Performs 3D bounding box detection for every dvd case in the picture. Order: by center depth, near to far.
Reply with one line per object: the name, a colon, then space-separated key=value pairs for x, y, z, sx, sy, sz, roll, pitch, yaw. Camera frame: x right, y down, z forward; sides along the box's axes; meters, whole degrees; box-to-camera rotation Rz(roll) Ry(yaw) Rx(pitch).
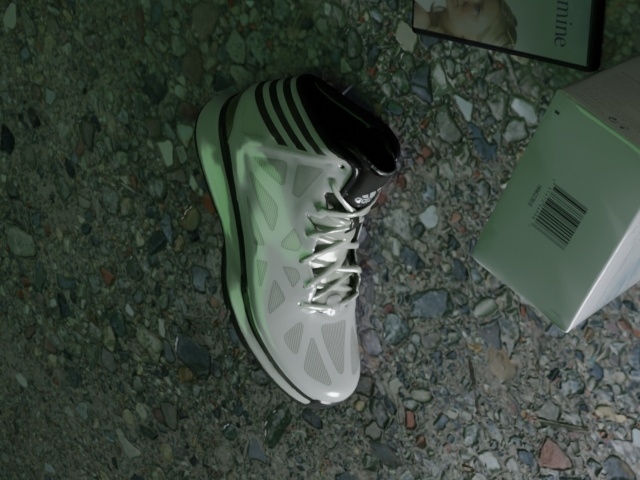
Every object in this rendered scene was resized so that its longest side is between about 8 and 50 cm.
dvd case: x=0.209 y=-0.300 z=1.553 sx=0.253 sy=0.022 sz=0.180 roll=19 pitch=120 yaw=37

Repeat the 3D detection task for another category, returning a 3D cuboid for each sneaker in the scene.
sneaker: x=-0.001 y=0.000 z=1.779 sx=0.257 sy=0.169 sz=0.447 roll=-14 pitch=95 yaw=48

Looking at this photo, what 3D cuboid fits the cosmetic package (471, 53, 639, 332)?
cosmetic package: x=0.307 y=-0.058 z=1.419 sx=0.138 sy=0.224 sz=0.224 roll=40 pitch=131 yaw=21
